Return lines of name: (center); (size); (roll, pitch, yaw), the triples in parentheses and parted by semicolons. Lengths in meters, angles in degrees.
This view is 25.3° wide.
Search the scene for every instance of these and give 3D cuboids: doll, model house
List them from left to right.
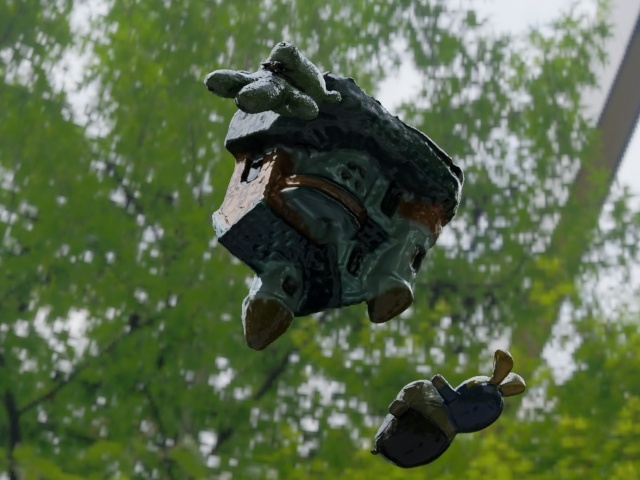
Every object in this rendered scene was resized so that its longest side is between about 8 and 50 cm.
doll: (-0.048, -0.158, 1.434); (0.115, 0.150, 0.077); (18, -72, 27)
model house: (0.000, 0.000, 1.579); (0.184, 0.291, 0.253); (-8, -39, 46)
doll: (0.130, 0.180, 1.522); (0.179, 0.089, 0.102); (-33, -45, -1)
